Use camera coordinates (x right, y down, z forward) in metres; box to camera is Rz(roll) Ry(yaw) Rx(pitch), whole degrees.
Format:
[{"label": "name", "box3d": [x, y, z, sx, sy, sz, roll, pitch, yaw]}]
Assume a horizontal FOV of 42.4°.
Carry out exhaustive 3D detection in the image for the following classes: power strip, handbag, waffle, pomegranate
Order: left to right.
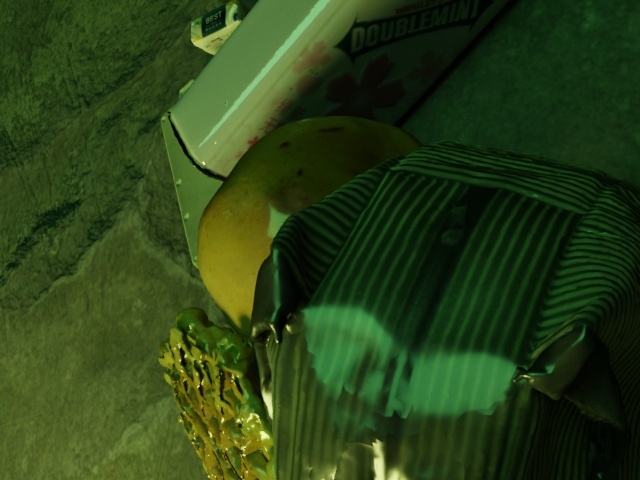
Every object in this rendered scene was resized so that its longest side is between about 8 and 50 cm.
[{"label": "power strip", "box3d": [-0.121, -0.084, 0.984, 0.118, 0.046, 0.270, -35, 54, 24]}, {"label": "waffle", "box3d": [-0.078, 0.193, 0.773, 0.291, 0.051, 0.291, 47, 150, 38]}, {"label": "pomegranate", "box3d": [0.005, 0.001, 0.732, 0.233, 0.233, 0.233, -15, 66, 36]}, {"label": "handbag", "box3d": [0.088, 0.115, 0.520, 0.247, 0.240, 0.340, 9, 105, 23]}]

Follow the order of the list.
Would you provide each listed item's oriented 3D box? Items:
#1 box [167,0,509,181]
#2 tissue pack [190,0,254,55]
[{"label": "box", "box3d": [0.030, -0.194, 0.798, 0.370, 0.190, 0.112, -45, 51, 18]}, {"label": "tissue pack", "box3d": [-0.112, -0.263, 1.027, 0.083, 0.062, 0.042, -16, 70, 37]}]
